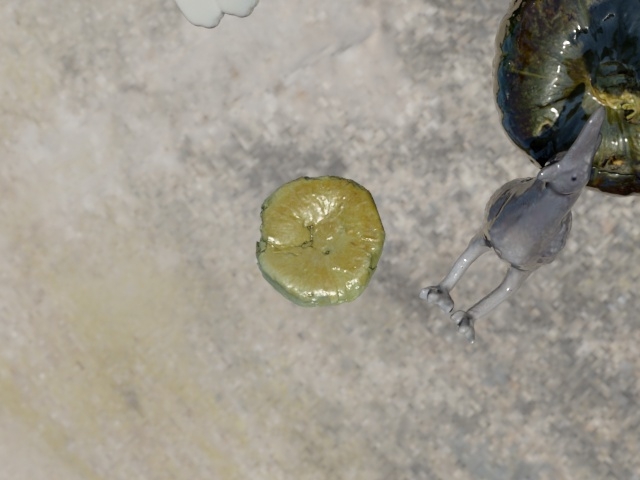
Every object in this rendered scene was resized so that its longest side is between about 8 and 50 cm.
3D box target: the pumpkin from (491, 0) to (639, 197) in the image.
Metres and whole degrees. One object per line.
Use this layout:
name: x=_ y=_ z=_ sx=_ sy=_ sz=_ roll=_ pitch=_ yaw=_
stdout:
pumpkin: x=0.273 y=-0.155 z=1.138 sx=0.238 sy=0.238 sz=0.159 roll=56 pitch=-169 yaw=-11

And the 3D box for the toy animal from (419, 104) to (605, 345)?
toy animal: x=0.179 y=-0.001 z=1.155 sx=0.081 sy=0.206 sz=0.367 roll=39 pitch=178 yaw=9

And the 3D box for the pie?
pie: x=0.000 y=0.000 z=0.752 sx=0.084 sy=0.084 sz=0.020 roll=43 pitch=170 yaw=13

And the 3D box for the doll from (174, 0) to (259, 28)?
doll: x=-0.063 y=-0.341 z=1.309 sx=0.271 sy=0.208 sz=0.144 roll=-103 pitch=-13 yaw=-49
